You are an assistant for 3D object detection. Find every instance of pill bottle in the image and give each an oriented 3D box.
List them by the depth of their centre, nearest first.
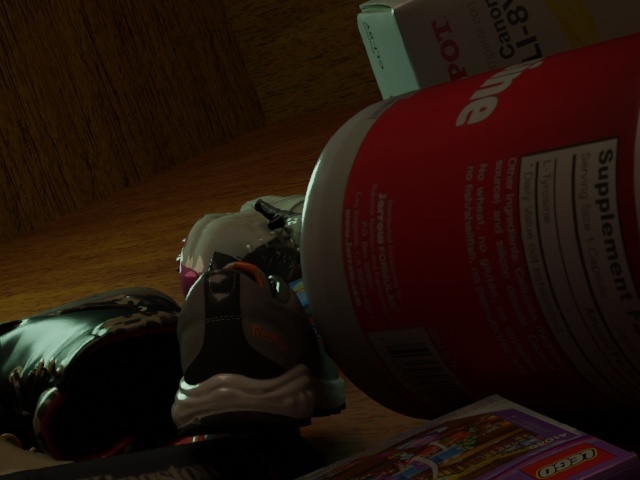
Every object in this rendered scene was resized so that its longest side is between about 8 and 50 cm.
[{"bbox_3d":[0.198,-0.011,0.980,0.408,0.229,0.229,-10,14,47],"label":"pill bottle"}]

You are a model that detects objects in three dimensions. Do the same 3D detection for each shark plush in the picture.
[{"bbox_3d":[0.000,0.000,1.733,0.161,0.073,0.067,11,14,22],"label":"shark plush"}]

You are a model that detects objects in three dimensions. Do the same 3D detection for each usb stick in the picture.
[{"bbox_3d":[-0.114,0.157,0.960,0.278,0.045,0.077,-4,28,-38],"label":"usb stick"}]

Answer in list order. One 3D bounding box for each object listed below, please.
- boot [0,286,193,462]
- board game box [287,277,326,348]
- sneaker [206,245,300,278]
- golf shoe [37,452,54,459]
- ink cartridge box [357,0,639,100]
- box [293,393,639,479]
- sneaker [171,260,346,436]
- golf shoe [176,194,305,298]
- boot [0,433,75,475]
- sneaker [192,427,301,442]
[{"bbox_3d":[-0.248,0.142,1.355,0.377,0.138,0.284,-18,8,-21],"label":"boot"},{"bbox_3d":[0.023,0.051,1.478,0.210,0.047,0.160,-25,8,18],"label":"board game box"},{"bbox_3d":[-0.079,0.066,1.628,0.051,0.089,0.170,115,171,-46],"label":"sneaker"},{"bbox_3d":[-0.210,0.208,1.140,0.086,0.069,0.176,2,22,19],"label":"golf shoe"},{"bbox_3d":[0.267,-0.164,1.581,0.385,0.279,0.160,-22,10,-7],"label":"ink cartridge box"},{"bbox_3d":[0.006,0.173,0.842,0.293,0.057,0.201,-22,8,-11],"label":"box"},{"bbox_3d":[-0.039,0.069,1.075,0.100,0.108,0.271,-5,-4,3],"label":"sneaker"},{"bbox_3d":[-0.051,0.006,1.788,0.140,0.115,0.306,-12,13,25],"label":"golf shoe"},{"bbox_3d":[-0.213,0.148,1.074,0.203,0.095,0.262,8,29,11],"label":"boot"},{"bbox_3d":[-0.046,0.147,1.111,0.065,0.061,0.158,-12,11,9],"label":"sneaker"}]
